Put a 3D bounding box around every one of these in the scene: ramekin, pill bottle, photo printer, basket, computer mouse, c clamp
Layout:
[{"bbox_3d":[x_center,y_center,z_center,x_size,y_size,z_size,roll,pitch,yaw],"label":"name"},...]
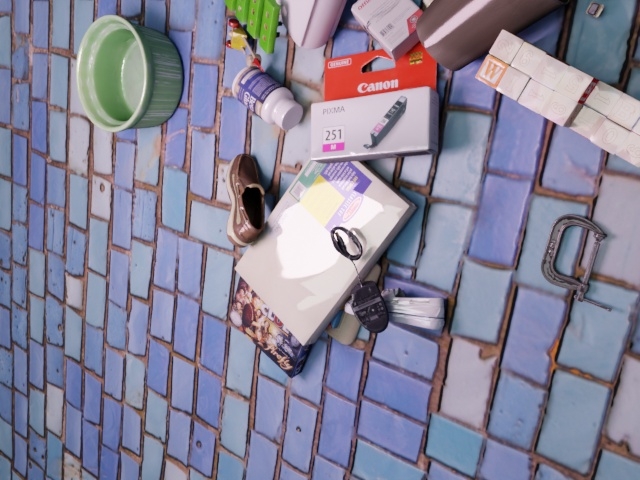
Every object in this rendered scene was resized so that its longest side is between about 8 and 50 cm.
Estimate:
[{"bbox_3d":[-0.521,-0.450,1.643,0.303,0.148,0.304,6,100,35],"label":"ramekin"},{"bbox_3d":[-0.123,-0.335,1.414,0.169,0.094,0.094,41,118,24],"label":"pill bottle"},{"bbox_3d":[-0.030,-0.586,1.217,0.256,0.107,0.307,62,159,11],"label":"photo printer"},{"bbox_3d":[0.294,-0.423,1.066,0.227,0.154,0.205,-38,58,44],"label":"basket"},{"bbox_3d":[0.081,0.081,1.263,0.071,0.041,0.242,-21,85,6],"label":"computer mouse"},{"bbox_3d":[0.479,0.035,1.097,0.137,0.022,0.161,15,107,38],"label":"c clamp"}]

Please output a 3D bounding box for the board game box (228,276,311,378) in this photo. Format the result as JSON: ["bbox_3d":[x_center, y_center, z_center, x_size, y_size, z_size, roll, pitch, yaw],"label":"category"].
[{"bbox_3d":[-0.125,0.210,1.510,0.243,0.042,0.165,37,129,25],"label":"board game box"}]

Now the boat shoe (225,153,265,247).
[{"bbox_3d":[-0.167,-0.111,1.442,0.095,0.095,0.258,-32,53,41],"label":"boat shoe"}]

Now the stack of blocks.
[{"bbox_3d":[0.429,-0.235,0.998,0.297,0.171,0.087,39,117,23],"label":"stack of blocks"}]

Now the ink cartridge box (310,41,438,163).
[{"bbox_3d":[0.109,-0.291,1.246,0.275,0.060,0.239,-1,87,31],"label":"ink cartridge box"}]

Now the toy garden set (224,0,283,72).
[{"bbox_3d":[-0.153,-0.500,1.381,0.244,0.049,0.204,56,146,34],"label":"toy garden set"}]

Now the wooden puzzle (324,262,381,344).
[{"bbox_3d":[0.008,0.103,1.419,0.238,0.044,0.221,30,112,28],"label":"wooden puzzle"}]

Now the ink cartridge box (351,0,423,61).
[{"bbox_3d":[0.144,-0.451,1.216,0.099,0.056,0.135,-40,72,7],"label":"ink cartridge box"}]

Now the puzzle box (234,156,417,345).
[{"bbox_3d":[0.000,0.000,1.360,0.272,0.052,0.409,45,110,25],"label":"puzzle box"}]

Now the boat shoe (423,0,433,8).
[{"bbox_3d":[0.250,-0.506,1.155,0.135,0.050,0.045,-37,81,33],"label":"boat shoe"}]

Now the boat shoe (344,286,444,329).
[{"bbox_3d":[0.164,0.139,1.305,0.226,0.083,0.076,7,90,22],"label":"boat shoe"}]

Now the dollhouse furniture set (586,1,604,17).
[{"bbox_3d":[0.439,-0.447,1.012,0.114,0.081,0.091,36,116,26],"label":"dollhouse furniture set"}]
